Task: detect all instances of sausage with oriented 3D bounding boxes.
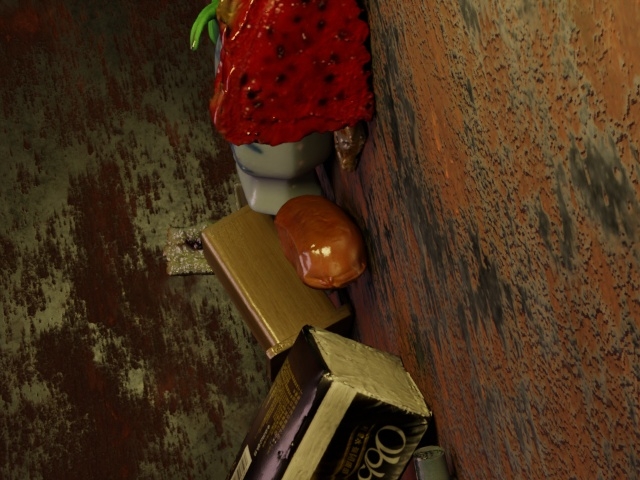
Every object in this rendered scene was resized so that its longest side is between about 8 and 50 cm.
[{"bbox_3d":[0.002,-0.001,1.694,0.258,0.133,0.133,-125,24,-64],"label":"sausage"}]

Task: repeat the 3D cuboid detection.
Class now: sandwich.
[{"bbox_3d":[-0.180,0.012,2.337,0.325,0.262,0.131,-6,85,49],"label":"sandwich"}]

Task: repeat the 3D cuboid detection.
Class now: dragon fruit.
[{"bbox_3d":[-0.070,-0.334,1.364,0.286,0.227,0.329,-109,8,-48],"label":"dragon fruit"}]

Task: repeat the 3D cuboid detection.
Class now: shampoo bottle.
[{"bbox_3d":[0.165,0.387,1.354,0.072,0.072,0.214,-153,51,-80],"label":"shampoo bottle"}]

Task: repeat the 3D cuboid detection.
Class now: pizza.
[{"bbox_3d":[0.031,-0.180,1.554,0.176,0.036,0.185,89,167,-53],"label":"pizza"}]

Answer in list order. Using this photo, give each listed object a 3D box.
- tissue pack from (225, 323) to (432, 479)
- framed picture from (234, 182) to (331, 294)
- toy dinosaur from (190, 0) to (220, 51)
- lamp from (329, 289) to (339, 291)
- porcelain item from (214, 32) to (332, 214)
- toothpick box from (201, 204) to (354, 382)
[{"bbox_3d":[-0.015,0.340,1.497,0.370,0.198,0.210,-63,23,14],"label":"tissue pack"},{"bbox_3d":[-0.080,-0.004,2.127,0.023,0.189,0.260,-40,-56,-58],"label":"framed picture"},{"bbox_3d":[-0.183,-0.361,1.934,0.500,0.143,0.375,-67,-12,-47],"label":"toy dinosaur"},{"bbox_3d":[-0.011,0.007,1.896,0.101,0.101,0.250,86,161,-44],"label":"lamp"},{"bbox_3d":[-0.083,-0.241,1.743,0.405,0.178,0.243,87,167,-49],"label":"porcelain item"},{"bbox_3d":[-0.097,0.095,2.002,0.308,0.190,0.187,56,166,19],"label":"toothpick box"}]
